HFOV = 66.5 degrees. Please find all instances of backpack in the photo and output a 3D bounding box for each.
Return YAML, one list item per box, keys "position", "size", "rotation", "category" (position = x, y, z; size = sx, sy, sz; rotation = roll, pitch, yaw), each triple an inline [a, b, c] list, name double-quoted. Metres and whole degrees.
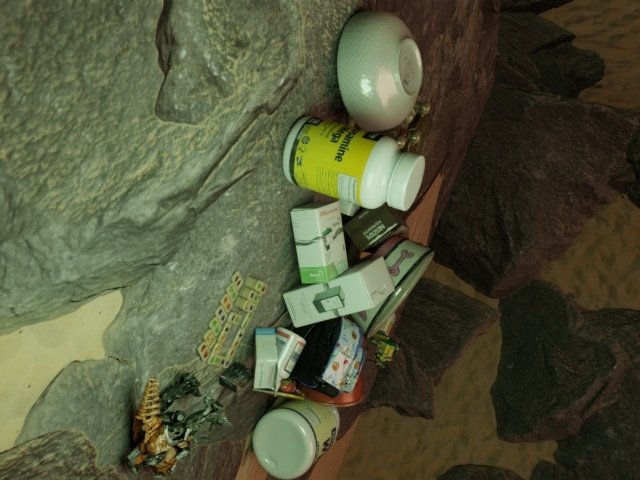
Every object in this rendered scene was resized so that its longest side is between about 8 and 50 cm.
- position: [0.027, 0.372, 1.640]
  size: [0.213, 0.276, 0.264]
  rotation: [30, 75, -33]
  category: "backpack"

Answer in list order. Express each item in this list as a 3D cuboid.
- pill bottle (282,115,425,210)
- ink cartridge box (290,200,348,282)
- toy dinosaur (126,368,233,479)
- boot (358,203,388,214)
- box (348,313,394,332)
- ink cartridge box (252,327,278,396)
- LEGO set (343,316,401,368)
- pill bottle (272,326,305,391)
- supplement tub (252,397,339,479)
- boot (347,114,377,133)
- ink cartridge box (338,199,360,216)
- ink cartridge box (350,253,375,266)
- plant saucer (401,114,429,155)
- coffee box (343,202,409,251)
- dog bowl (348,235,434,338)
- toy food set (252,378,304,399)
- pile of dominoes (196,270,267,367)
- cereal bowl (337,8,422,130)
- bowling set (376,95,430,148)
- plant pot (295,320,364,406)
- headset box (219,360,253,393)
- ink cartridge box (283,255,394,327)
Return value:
- position: [0.085, -0.193, 1.255]
  size: [0.188, 0.333, 0.188]
  rotation: [-50, 151, -41]
  category: "pill bottle"
- position: [0.000, 0.000, 1.451]
  size: [0.160, 0.092, 0.220]
  rotation: [-28, 112, -61]
  category: "ink cartridge box"
- position: [-0.329, 0.411, 1.076]
  size: [0.218, 0.164, 0.322]
  rotation: [-32, 162, -33]
  category: "toy dinosaur"
- position: [0.253, -0.203, 1.903]
  size: [0.220, 0.109, 0.284]
  rotation: [-33, 150, -47]
  category: "boot"
- position: [0.235, 0.349, 2.265]
  size: [0.103, 0.203, 0.114]
  rotation: [-63, 158, -16]
  category: "box"
- position: [-0.159, 0.346, 1.393]
  size: [0.181, 0.061, 0.104]
  rotation: [-108, -156, -61]
  category: "ink cartridge box"
- position: [0.162, 0.474, 2.101]
  size: [0.255, 0.331, 0.192]
  rotation: [-42, 154, -88]
  category: "LEGO set"
- position: [-0.132, 0.377, 1.548]
  size: [0.180, 0.107, 0.108]
  rotation: [-62, 157, -18]
  category: "pill bottle"
- position: [-0.076, 0.700, 1.791]
  size: [0.325, 0.235, 0.236]
  rotation: [6, 103, -68]
  category: "supplement tub"
- position: [0.174, -0.337, 1.557]
  size: [0.088, 0.176, 0.244]
  rotation: [-39, 141, -50]
  category: "boot"
- position: [0.111, -0.157, 1.725]
  size: [0.099, 0.056, 0.135]
  rotation: [6, 104, -68]
  category: "ink cartridge box"
- position: [0.214, 0.087, 2.010]
  size: [0.045, 0.224, 0.223]
  rotation: [60, 34, -1]
  category: "ink cartridge box"
- position: [0.435, -0.448, 2.260]
  size: [0.278, 0.041, 0.278]
  rotation: [-49, 151, -40]
  category: "plant saucer"
- position: [0.214, -0.045, 1.809]
  size: [0.168, 0.119, 0.297]
  rotation: [-38, 167, 13]
  category: "coffee box"
- position: [0.242, 0.158, 1.804]
  size: [0.408, 0.150, 0.408]
  rotation: [-46, 163, -19]
  category: "dog bowl"
- position: [-0.128, 0.492, 1.655]
  size: [0.218, 0.128, 0.071]
  rotation: [51, 45, -61]
  category: "toy food set"
- position: [-0.222, 0.216, 1.285]
  size: [0.251, 0.040, 0.196]
  rotation: [-66, 158, -11]
  category: "pile of dominoes"
- position: [0.196, -0.485, 1.395]
  size: [0.339, 0.141, 0.339]
  rotation: [-10, 102, -54]
  category: "cereal bowl"
- position: [0.277, -0.398, 1.773]
  size: [0.200, 0.154, 0.287]
  rotation: [-14, 122, -65]
  category: "bowling set"
- position: [0.052, 0.451, 1.882]
  size: [0.272, 0.272, 0.265]
  rotation: [-11, 110, -65]
  category: "plant pot"
- position: [-0.238, 0.384, 1.364]
  size: [0.083, 0.062, 0.032]
  rotation: [-37, 141, -53]
  category: "headset box"
- position: [0.063, 0.161, 1.561]
  size: [0.211, 0.289, 0.122]
  rotation: [-25, 95, -61]
  category: "ink cartridge box"
